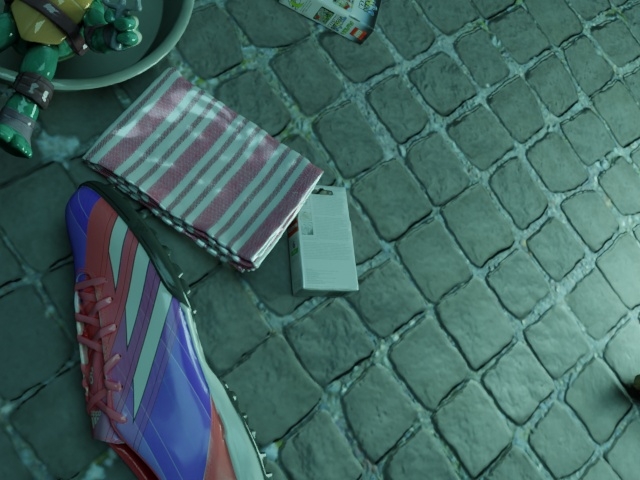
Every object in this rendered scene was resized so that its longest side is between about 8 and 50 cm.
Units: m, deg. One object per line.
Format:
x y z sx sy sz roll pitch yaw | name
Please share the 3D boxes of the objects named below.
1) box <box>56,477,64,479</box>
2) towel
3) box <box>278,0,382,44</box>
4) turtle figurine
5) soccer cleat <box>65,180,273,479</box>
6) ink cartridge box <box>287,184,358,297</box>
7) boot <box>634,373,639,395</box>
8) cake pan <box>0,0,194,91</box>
-0.208 0.297 0.590 0.145 0.038 0.186 45 75 -6 | box
-0.110 -0.074 0.782 0.197 0.029 0.144 35 60 -2 | towel
0.030 -0.346 0.959 0.114 0.036 0.207 24 64 -18 | box
-0.227 -0.193 0.668 0.175 0.118 0.234 30 76 1 | turtle figurine
-0.156 0.102 0.673 0.116 0.108 0.318 -25 87 -27 | soccer cleat
0.000 0.000 0.828 0.062 0.029 0.115 3 69 -25 | ink cartridge box
0.487 0.248 0.950 0.248 0.090 0.207 6 68 -29 | boot
-0.268 -0.268 0.771 0.293 0.054 0.293 9 69 -24 | cake pan
